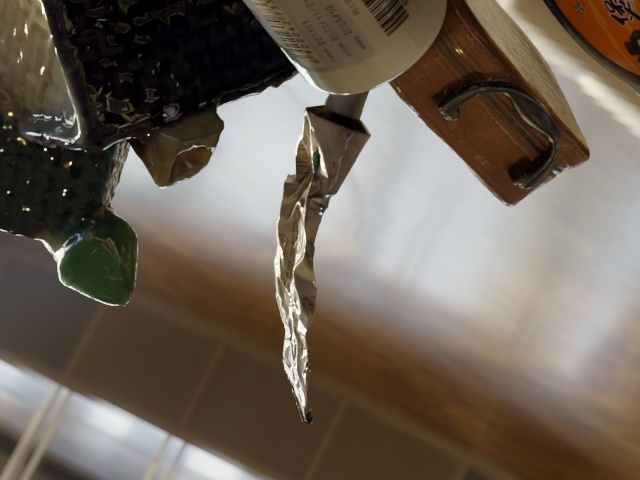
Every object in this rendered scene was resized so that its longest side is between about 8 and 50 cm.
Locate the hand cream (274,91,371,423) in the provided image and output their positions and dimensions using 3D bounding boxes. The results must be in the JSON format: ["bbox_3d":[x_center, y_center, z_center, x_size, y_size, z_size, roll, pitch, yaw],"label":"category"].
[{"bbox_3d":[-0.004,0.000,1.412,0.050,0.256,0.084,5,-159,-18],"label":"hand cream"}]

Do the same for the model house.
[{"bbox_3d":[-0.165,-0.124,1.419,0.284,0.243,0.298,54,145,28],"label":"model house"}]

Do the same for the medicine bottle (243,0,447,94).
[{"bbox_3d":[-0.011,-0.177,1.114,0.103,0.102,0.186,11,152,44],"label":"medicine bottle"}]

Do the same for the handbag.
[{"bbox_3d":[0.095,-0.114,1.267,0.193,0.072,0.151,45,-161,-42],"label":"handbag"}]

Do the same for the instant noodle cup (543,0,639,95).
[{"bbox_3d":[0.216,-0.189,1.165,0.178,0.125,0.208,33,157,43],"label":"instant noodle cup"}]
